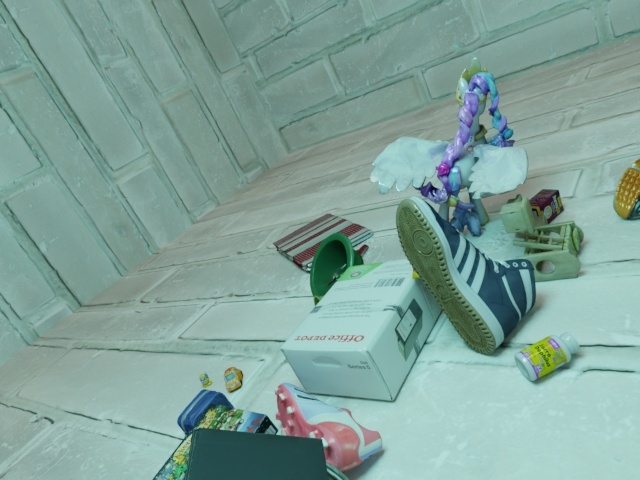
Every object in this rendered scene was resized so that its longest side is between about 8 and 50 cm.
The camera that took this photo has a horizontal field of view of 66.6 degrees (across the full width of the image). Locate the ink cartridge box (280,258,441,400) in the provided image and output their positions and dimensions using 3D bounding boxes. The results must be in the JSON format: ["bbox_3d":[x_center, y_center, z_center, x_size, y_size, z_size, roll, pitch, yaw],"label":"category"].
[{"bbox_3d":[0.088,0.157,0.918,0.198,0.114,0.273,-10,25,40],"label":"ink cartridge box"}]

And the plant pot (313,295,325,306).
[{"bbox_3d":[0.038,0.148,1.081,0.079,0.083,0.083,-19,17,-17],"label":"plant pot"}]

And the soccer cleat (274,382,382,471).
[{"bbox_3d":[-0.001,0.290,0.780,0.095,0.083,0.248,-4,4,-25],"label":"soccer cleat"}]

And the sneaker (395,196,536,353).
[{"bbox_3d":[0.250,0.031,0.822,0.153,0.282,0.099,-30,-2,-24],"label":"sneaker"}]

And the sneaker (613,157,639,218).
[{"bbox_3d":[0.672,-0.134,0.971,0.099,0.121,0.262,38,82,26],"label":"sneaker"}]

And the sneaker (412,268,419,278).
[{"bbox_3d":[0.242,0.078,0.896,0.064,0.175,0.067,153,137,-71],"label":"sneaker"}]

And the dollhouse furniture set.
[{"bbox_3d":[0.426,-0.041,0.918,0.101,0.161,0.182,-11,25,37],"label":"dollhouse furniture set"}]

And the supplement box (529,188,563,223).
[{"bbox_3d":[0.488,-0.069,1.072,0.083,0.055,0.043,-36,23,-23],"label":"supplement box"}]

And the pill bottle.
[{"bbox_3d":[0.326,0.164,0.701,0.083,0.043,0.043,-28,19,-2],"label":"pill bottle"}]

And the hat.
[{"bbox_3d":[0.094,0.079,1.251,0.173,0.184,0.208,-12,65,53],"label":"hat"}]

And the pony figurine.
[{"bbox_3d":[0.308,-0.165,1.081,0.303,0.363,0.351,12,54,25],"label":"pony figurine"}]

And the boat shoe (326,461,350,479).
[{"bbox_3d":[0.021,0.338,0.536,0.121,0.119,0.335,-37,21,-26],"label":"boat shoe"}]

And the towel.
[{"bbox_3d":[0.000,0.000,1.558,0.237,0.037,0.329,-30,21,-14],"label":"towel"}]

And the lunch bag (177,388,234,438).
[{"bbox_3d":[-0.223,0.338,0.931,0.065,0.067,0.098,-8,28,43],"label":"lunch bag"}]

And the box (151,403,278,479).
[{"bbox_3d":[-0.193,0.380,0.789,0.159,0.044,0.233,-8,32,42],"label":"box"}]

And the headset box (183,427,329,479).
[{"bbox_3d":[-0.068,0.335,0.394,0.131,0.283,0.246,10,18,-10],"label":"headset box"}]

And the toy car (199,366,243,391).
[{"bbox_3d":[-0.223,0.304,1.059,0.122,0.040,0.060,-19,21,19],"label":"toy car"}]
